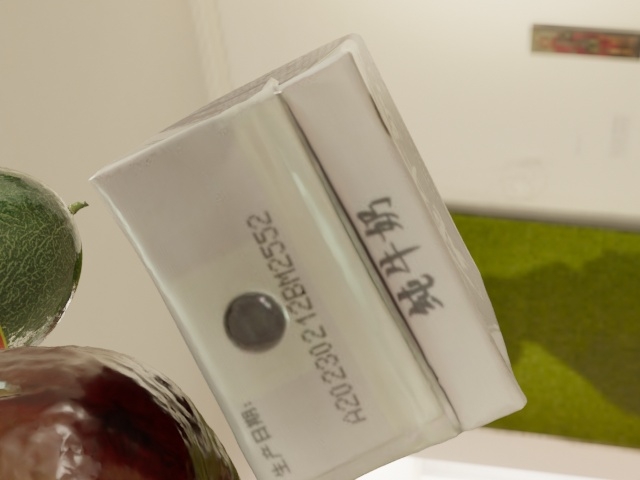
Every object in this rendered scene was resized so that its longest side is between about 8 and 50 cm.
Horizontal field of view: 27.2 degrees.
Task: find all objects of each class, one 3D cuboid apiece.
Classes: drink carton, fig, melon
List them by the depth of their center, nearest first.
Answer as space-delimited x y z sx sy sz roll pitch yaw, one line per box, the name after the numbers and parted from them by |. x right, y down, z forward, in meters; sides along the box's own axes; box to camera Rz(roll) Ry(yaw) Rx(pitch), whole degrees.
-0.158 0.129 0.479 0.191 0.290 0.190 -179 90 -77 | fig
-0.001 -0.001 0.524 0.222 0.102 0.134 -75 -40 -79 | drink carton
-0.311 0.039 1.087 0.288 0.182 0.182 -38 -36 -28 | melon
